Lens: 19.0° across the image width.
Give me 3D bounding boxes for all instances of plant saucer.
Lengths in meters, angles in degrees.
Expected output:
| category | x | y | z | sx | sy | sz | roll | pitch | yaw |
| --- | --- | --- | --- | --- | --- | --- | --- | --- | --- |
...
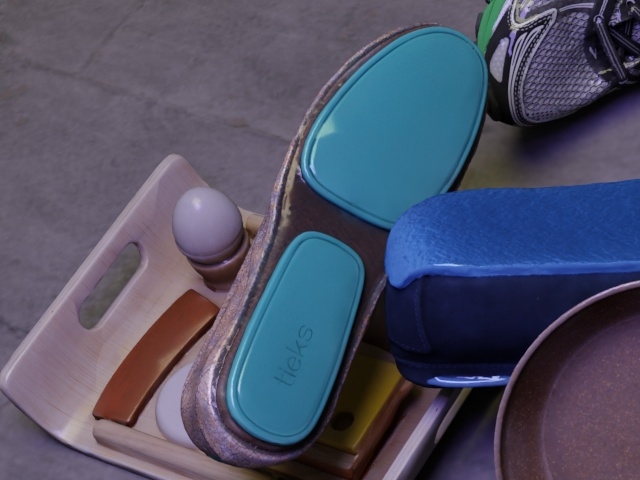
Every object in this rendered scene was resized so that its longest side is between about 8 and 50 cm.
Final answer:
| category | x | y | z | sx | sy | sz | roll | pitch | yaw |
| --- | --- | --- | --- | --- | --- | --- | --- | --- | --- |
| plant saucer | 0.196 | 0.112 | 1.047 | 0.199 | 0.198 | 0.036 | -13 | 10 | 12 |

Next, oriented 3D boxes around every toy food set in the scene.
| category | x | y | z | sx | sy | sz | roll | pitch | yaw |
| --- | --- | --- | --- | --- | --- | --- | --- | --- | --- |
| toy food set | -0.033 | 0.056 | 1.238 | 0.306 | 0.092 | 0.219 | 15 | 57 | 34 |

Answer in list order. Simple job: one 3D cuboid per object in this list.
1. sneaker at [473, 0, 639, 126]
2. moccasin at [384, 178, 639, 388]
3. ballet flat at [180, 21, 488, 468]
| category | x | y | z | sx | sy | sz | roll | pitch | yaw |
| --- | --- | --- | --- | --- | --- | --- | --- | --- | --- |
| sneaker | 0.256 | -0.180 | 1.301 | 0.343 | 0.134 | 0.146 | -32 | 45 | -7 |
| moccasin | 0.204 | 0.033 | 1.130 | 0.342 | 0.117 | 0.137 | 3 | 33 | -3 |
| ballet flat | 0.000 | 0.000 | 1.161 | 0.316 | 0.107 | 0.106 | -59 | 10 | -26 |
